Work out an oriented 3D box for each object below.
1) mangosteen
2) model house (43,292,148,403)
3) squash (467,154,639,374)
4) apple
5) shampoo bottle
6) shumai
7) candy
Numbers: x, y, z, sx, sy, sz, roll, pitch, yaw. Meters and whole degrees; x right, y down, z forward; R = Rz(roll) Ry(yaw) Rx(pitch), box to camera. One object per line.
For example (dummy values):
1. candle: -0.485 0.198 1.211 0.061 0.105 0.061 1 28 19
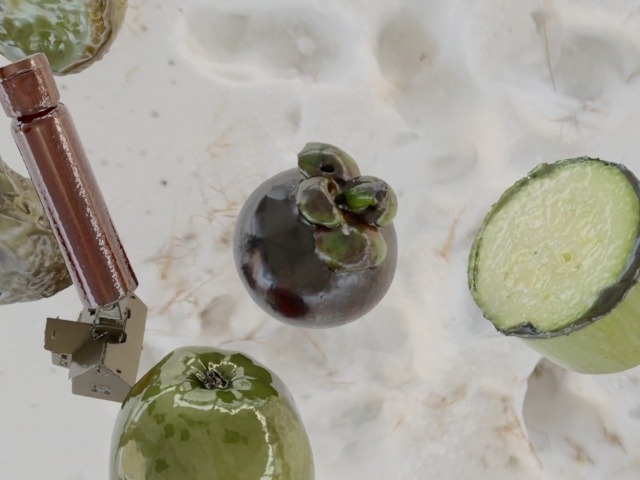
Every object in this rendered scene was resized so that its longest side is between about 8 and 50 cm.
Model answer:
1. mangosteen: -0.001 0.004 1.773 0.311 0.311 0.311 -1 85 12
2. model house: -0.390 0.146 1.820 0.176 0.248 0.180 10 50 -8
3. squash: 0.273 0.021 1.107 0.220 0.133 0.220 -20 58 36
4. apple: -0.180 0.358 1.714 0.358 0.357 0.357 -1 85 12
5. shampoo bottle: -0.265 -0.062 1.078 0.064 0.102 0.260 -22 106 -10
6. shumai: -0.555 -0.023 1.681 0.346 0.283 0.217 27 79 -2
7. candy: -0.433 -0.383 1.632 0.260 0.118 0.259 4 128 5
